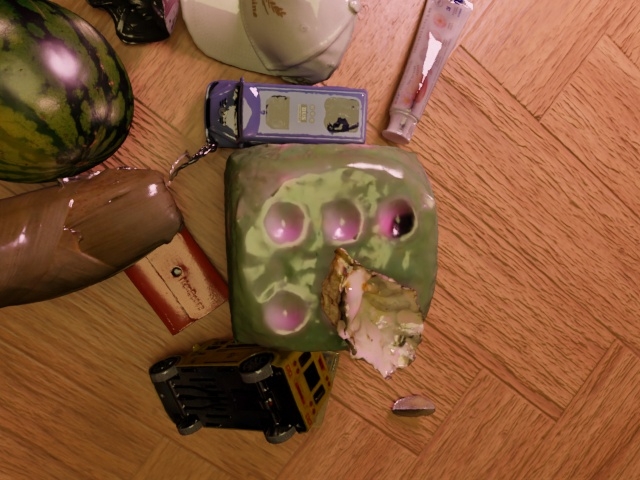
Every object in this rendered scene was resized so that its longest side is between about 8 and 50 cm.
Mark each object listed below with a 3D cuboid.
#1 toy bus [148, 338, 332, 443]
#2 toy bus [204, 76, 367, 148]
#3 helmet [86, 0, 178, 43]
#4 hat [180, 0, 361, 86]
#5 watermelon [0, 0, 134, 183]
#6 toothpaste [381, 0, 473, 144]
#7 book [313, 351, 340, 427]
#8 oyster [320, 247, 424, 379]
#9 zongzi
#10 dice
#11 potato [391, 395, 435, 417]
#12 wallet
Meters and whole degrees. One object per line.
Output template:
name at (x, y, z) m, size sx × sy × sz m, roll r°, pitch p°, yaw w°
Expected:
toy bus at (-0.152, 0.258, 0.927) m, size 0.331 × 0.151 × 0.145 m, roll -10°, pitch 108°, yaw 33°
toy bus at (-0.065, -0.226, 0.927) m, size 0.292 × 0.133 × 0.125 m, roll 1°, pitch 98°, yaw -7°
helmet at (-0.310, -0.428, 0.858) m, size 0.177 × 0.153 × 0.107 m, roll 53°, pitch 55°, yaw -42°
hat at (-0.090, -0.425, 0.893) m, size 0.301 × 0.168 × 0.257 m, roll 6°, pitch 94°, yaw -13°
watermelon at (-0.443, -0.226, 0.780) m, size 0.285 × 0.285 × 0.285 m, roll -1°, pitch 97°, yaw -12°
toothpaste at (0.209, -0.352, 1.022) m, size 0.100 × 0.066 × 0.323 m, roll 23°, pitch 87°, yaw -9°
book at (-0.067, 0.295, 1.060) m, size 0.192 × 0.013 × 0.168 m, roll 14°, pitch 94°, yaw -13°
oyster at (0.069, 0.109, 0.717) m, size 0.209 × 0.072 × 0.133 m, roll 30°, pitch 88°, yaw -36°
zongzi at (-0.361, -0.019, 0.759) m, size 0.447 × 0.418 × 0.181 m, roll -22°, pitch 97°, yaw -1°
dice at (0.000, 0.000, 0.878) m, size 0.322 × 0.330 × 0.318 m, roll -2°, pitch 96°, yaw -10°
potato at (0.202, 0.363, 1.119) m, size 0.093 × 0.036 × 0.037 m, roll -3°, pitch 135°, yaw 6°
wallet at (-0.280, 0.063, 0.970) m, size 0.142 × 0.045 × 0.204 m, roll -34°, pitch 103°, yaw -7°
